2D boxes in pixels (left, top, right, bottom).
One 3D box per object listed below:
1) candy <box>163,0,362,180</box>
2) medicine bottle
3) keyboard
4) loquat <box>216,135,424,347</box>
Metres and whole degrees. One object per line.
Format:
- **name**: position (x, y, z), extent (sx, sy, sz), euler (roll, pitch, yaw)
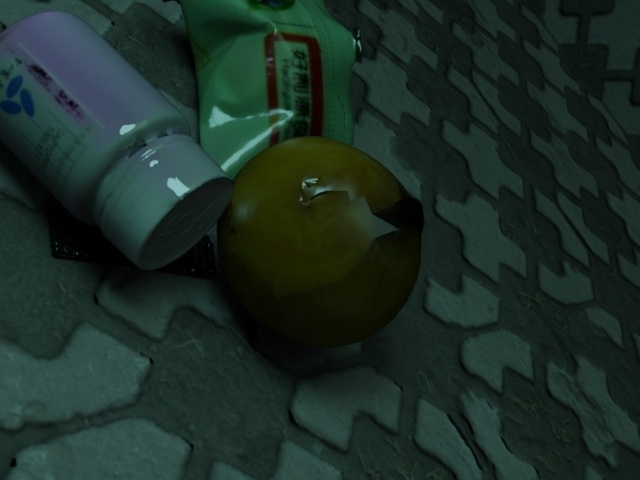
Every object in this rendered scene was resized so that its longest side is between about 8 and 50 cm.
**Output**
- **candy**: position (-0.068, -0.180, 1.129), extent (0.263, 0.172, 0.397), euler (-3, 77, -35)
- **medicine bottle**: position (-0.218, -0.100, 0.844), extent (0.254, 0.152, 0.152), euler (45, 34, 12)
- **keyboard**: position (-0.197, 0.003, 0.902), extent (0.195, 0.018, 0.060), euler (11, 50, -39)
- **loquat**: position (0.000, 0.000, 0.925), extent (0.235, 0.235, 0.235), euler (27, 39, -24)
